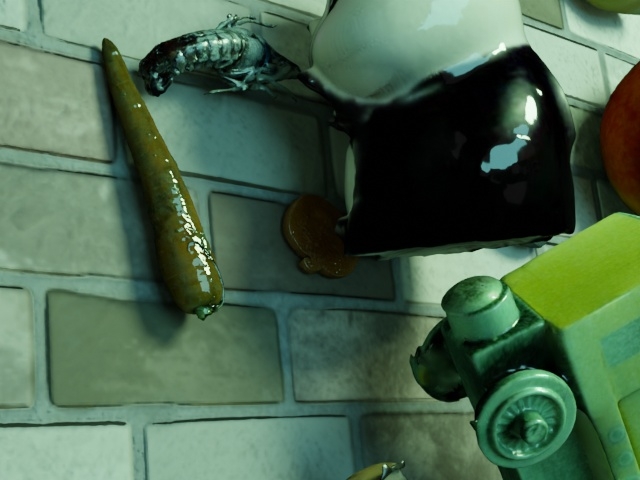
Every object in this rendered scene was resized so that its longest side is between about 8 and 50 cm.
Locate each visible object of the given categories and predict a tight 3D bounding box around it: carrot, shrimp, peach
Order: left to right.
[{"bbox_3d":[-0.137,-0.053,0.833,0.049,0.049,0.254,-14,81,-44],"label":"carrot"},{"bbox_3d":[-0.077,-0.159,0.896,0.174,0.076,0.082,-13,67,-45],"label":"shrimp"},{"bbox_3d":[0.481,-0.135,1.291,0.238,0.281,0.281,0,70,3],"label":"peach"}]

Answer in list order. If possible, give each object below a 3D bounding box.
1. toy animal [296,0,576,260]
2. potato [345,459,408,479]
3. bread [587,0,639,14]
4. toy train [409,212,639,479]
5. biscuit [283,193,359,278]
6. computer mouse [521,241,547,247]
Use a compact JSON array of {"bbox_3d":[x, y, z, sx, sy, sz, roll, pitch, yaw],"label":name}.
[{"bbox_3d":[0.106,-0.142,0.943,0.251,0.251,0.310,-5,86,-43],"label":"toy animal"},{"bbox_3d":[0.063,0.305,0.846,0.243,0.098,0.138,53,51,-22],"label":"potato"},{"bbox_3d":[0.404,-0.415,1.374,0.260,0.158,0.156,34,58,-26],"label":"bread"},{"bbox_3d":[0.253,0.176,0.915,0.253,0.160,0.397,-28,114,-7],"label":"toy train"},{"bbox_3d":[0.000,0.000,0.953,0.091,0.015,0.078,44,52,-22],"label":"biscuit"},{"bbox_3d":[0.207,-0.085,1.134,0.229,0.068,0.113,45,49,-21],"label":"computer mouse"}]
